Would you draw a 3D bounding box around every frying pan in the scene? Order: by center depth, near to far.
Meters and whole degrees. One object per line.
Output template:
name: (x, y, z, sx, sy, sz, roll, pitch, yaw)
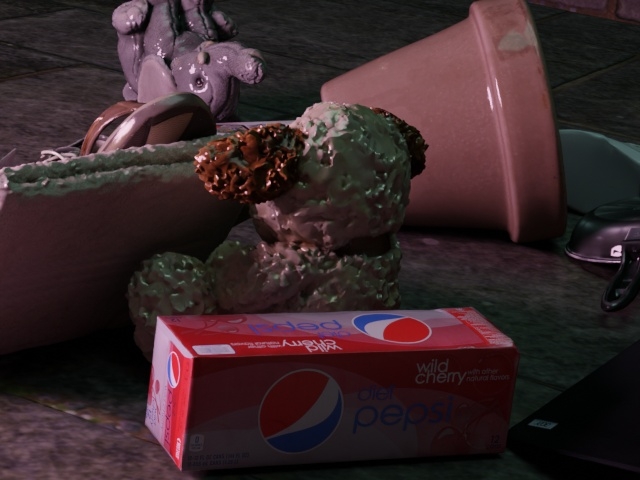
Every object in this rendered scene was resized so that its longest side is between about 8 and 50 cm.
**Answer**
frying pan: (0.310, 0.003, 1.794, 0.197, 0.053, 0.326, 3, 15, 44)

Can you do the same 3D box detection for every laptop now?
laptop: (0.319, 0.149, 1.301, 0.264, 0.137, 0.234, 27, -10, -24)

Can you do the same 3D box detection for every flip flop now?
flip flop: (-0.162, -0.074, 1.499, 0.112, 0.080, 0.277, -20, -7, -16)

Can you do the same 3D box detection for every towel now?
towel: (-0.179, 0.002, 1.380, 0.282, 0.187, 0.049, -11, 50, -48)

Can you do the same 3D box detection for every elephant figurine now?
elephant figurine: (-0.154, -0.192, 2.100, 0.169, 0.186, 0.239, -28, 52, -2)

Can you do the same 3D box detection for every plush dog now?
plush dog: (0.000, 0.000, 1.390, 0.210, 0.225, 0.262, 20, 21, 36)

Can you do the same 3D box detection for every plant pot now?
plant pot: (0.123, -0.112, 1.837, 0.229, 0.263, 0.263, -10, 18, 1)

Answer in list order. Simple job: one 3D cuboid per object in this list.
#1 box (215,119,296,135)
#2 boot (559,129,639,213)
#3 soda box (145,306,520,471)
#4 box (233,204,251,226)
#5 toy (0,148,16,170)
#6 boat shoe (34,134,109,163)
box: (-0.036, -0.109, 2.053, 0.207, 0.036, 0.114, -5, 21, -35)
boot: (0.376, -0.065, 2.033, 0.258, 0.095, 0.123, 22, 14, 15)
soda box: (0.011, 0.107, 1.277, 0.263, 0.092, 0.083, 0, 18, -24)
box: (-0.160, -0.008, 1.549, 0.201, 0.021, 0.164, -10, -11, -44)
toy: (-0.313, 0.008, 1.367, 0.056, 0.137, 0.237, 23, 18, -1)
boat shoe: (-0.261, -0.058, 1.730, 0.077, 0.070, 0.219, 11, 17, 10)
